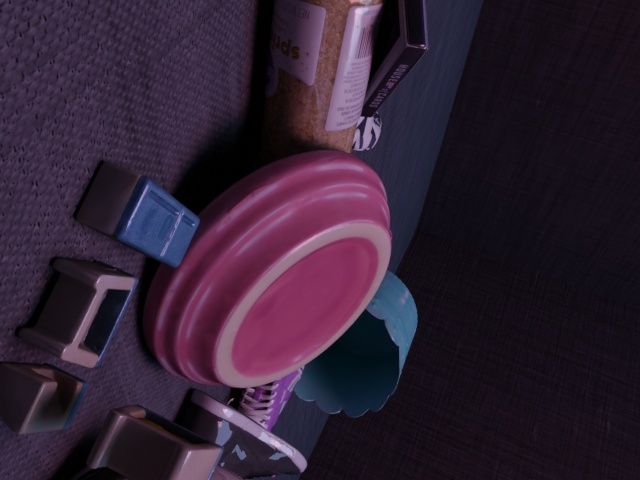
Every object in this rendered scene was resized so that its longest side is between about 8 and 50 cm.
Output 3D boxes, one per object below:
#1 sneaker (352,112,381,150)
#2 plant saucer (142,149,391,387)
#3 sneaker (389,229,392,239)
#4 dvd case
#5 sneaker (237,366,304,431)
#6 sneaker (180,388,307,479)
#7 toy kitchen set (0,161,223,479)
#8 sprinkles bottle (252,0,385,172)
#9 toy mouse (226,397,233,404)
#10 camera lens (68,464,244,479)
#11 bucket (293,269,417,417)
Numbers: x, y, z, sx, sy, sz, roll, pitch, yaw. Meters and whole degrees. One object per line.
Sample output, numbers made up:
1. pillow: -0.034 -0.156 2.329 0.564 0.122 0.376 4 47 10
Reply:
1. sneaker: 0.057 -0.223 0.951 0.235 0.094 0.153 -29 148 -56
2. plant saucer: -0.036 0.054 0.719 0.332 0.084 0.332 -31 148 -22
3. sneaker: 0.059 -0.075 1.234 0.103 0.111 0.252 -30 138 -8
4. dvd case: 0.071 -0.287 0.715 0.179 0.030 0.238 138 -48 -72
5. sneaker: -0.100 0.273 1.075 0.282 0.102 0.161 93 20 -56
6. sneaker: -0.134 0.344 0.946 0.146 0.105 0.295 -59 139 -16
7. toy kitchen set: -0.124 0.073 0.501 0.122 0.166 0.207 57 55 -75
8. sprinkles bottle: -0.002 -0.190 0.692 0.121 0.121 0.355 -54 160 -50
9. toy mouse: -0.181 0.341 1.026 0.161 0.031 0.143 -54 161 -49
10. camera lens: -0.163 0.344 0.664 0.274 0.220 0.219 82 31 -66
11. bucket: 0.053 0.181 1.226 0.183 0.281 0.281 -47 155 -57
